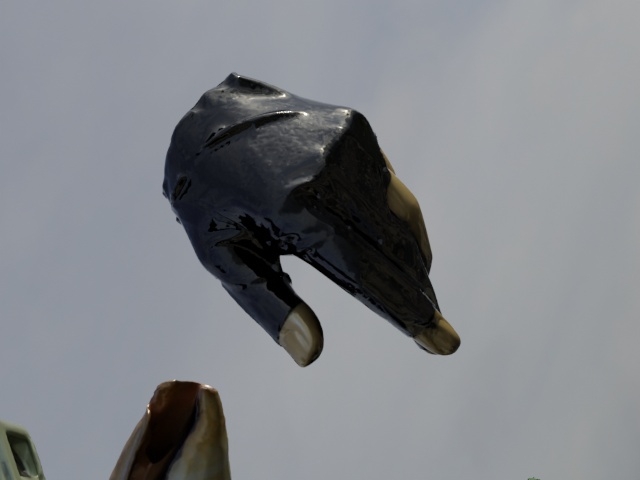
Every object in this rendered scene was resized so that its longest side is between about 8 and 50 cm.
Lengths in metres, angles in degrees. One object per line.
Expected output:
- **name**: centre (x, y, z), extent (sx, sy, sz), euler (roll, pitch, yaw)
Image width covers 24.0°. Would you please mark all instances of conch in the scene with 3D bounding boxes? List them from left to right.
- **conch**: centre (-0.164, 0.279, 1.742), extent (0.127, 0.158, 0.255), euler (-81, 7, -82)

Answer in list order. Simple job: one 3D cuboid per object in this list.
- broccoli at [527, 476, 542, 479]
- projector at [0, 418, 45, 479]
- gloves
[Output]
- **broccoli**: centre (0.158, 0.387, 1.465), extent (0.308, 0.275, 0.308), euler (10, -90, -70)
- **projector**: centre (-0.296, 0.293, 1.091), extent (0.259, 0.257, 0.079), euler (-31, -26, 13)
- **gloves**: centre (-0.003, -0.006, 1.258), extent (0.197, 0.301, 0.152), euler (-47, -5, -18)
